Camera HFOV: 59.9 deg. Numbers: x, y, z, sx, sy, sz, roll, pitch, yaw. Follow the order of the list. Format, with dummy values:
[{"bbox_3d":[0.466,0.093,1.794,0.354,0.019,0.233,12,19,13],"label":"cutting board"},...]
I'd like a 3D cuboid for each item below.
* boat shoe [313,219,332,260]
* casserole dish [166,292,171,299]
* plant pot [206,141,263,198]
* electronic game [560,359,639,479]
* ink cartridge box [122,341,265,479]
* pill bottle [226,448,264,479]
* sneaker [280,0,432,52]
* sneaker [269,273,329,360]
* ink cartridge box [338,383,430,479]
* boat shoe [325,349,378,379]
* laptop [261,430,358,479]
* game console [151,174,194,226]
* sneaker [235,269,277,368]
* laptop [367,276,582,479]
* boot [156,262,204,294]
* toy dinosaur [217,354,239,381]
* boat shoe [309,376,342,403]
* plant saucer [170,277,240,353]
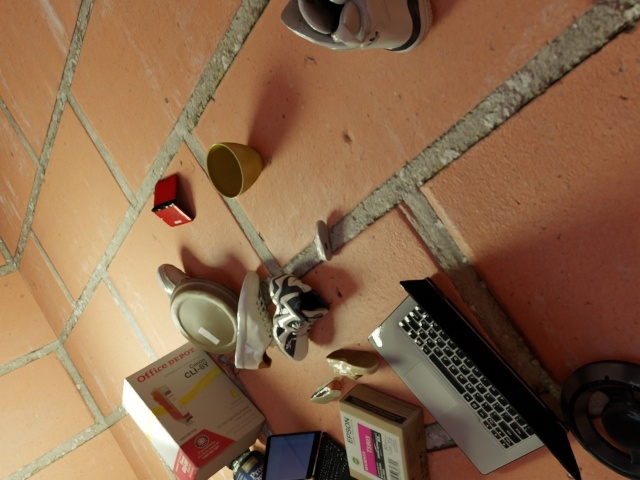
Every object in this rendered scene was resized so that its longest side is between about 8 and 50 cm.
[{"bbox_3d":[0.000,0.000,1.274,0.035,0.035,0.100,6,121,40],"label":"boat shoe"},{"bbox_3d":[-0.453,0.204,1.832,0.114,0.037,0.188,-31,86,48],"label":"casserole dish"},{"bbox_3d":[-0.194,-0.177,1.328,0.134,0.095,0.134,22,124,37],"label":"plant pot"},{"bbox_3d":[0.509,0.299,0.907,0.229,0.048,0.229,25,128,36],"label":"electronic game"},{"bbox_3d":[-0.414,0.547,1.787,0.384,0.279,0.160,41,133,23],"label":"ink cartridge box"},{"bbox_3d":[-0.208,0.769,1.816,0.219,0.122,0.123,32,130,29],"label":"pill bottle"},{"bbox_3d":[0.010,-0.448,0.896,0.366,0.210,0.137,54,137,10],"label":"sneaker"},{"bbox_3d":[-0.042,0.202,1.373,0.153,0.094,0.235,9,107,52],"label":"sneaker"},{"bbox_3d":[0.153,0.488,1.334,0.193,0.088,0.235,8,117,41],"label":"ink cartridge box"},{"bbox_3d":[0.082,0.303,1.332,0.170,0.063,0.059,-3,111,56],"label":"boat shoe"},{"bbox_3d":[-0.022,0.667,1.565,0.264,0.136,0.234,32,131,30],"label":"laptop"},{"bbox_3d":[-0.439,-0.116,1.668,0.144,0.085,0.124,-10,134,48],"label":"game console"},{"bbox_3d":[-0.165,0.220,1.530,0.123,0.106,0.290,6,110,2],"label":"sneaker"},{"bbox_3d":[0.239,0.281,1.028,0.382,0.236,0.408,49,137,15],"label":"laptop"},{"bbox_3d":[-0.393,0.140,1.710,0.258,0.095,0.123,43,130,9],"label":"boot"},{"bbox_3d":[-0.291,0.391,1.746,0.082,0.090,0.047,18,111,1],"label":"toy dinosaur"},{"bbox_3d":[0.014,0.397,1.461,0.137,0.049,0.043,-46,34,49],"label":"boat shoe"},{"bbox_3d":[-0.327,0.234,1.641,0.277,0.041,0.278,10,124,15],"label":"plant saucer"}]
